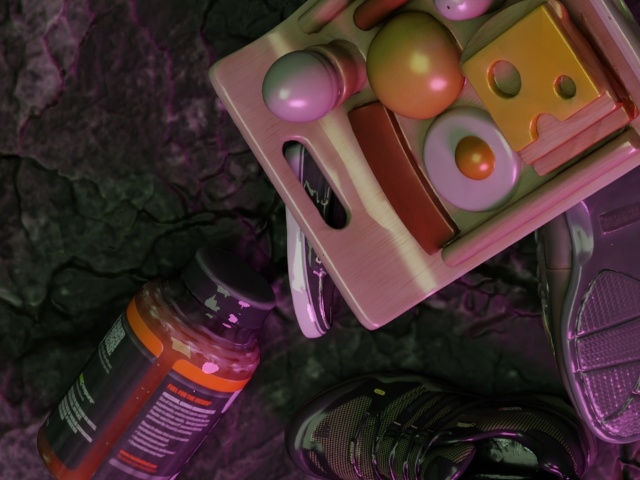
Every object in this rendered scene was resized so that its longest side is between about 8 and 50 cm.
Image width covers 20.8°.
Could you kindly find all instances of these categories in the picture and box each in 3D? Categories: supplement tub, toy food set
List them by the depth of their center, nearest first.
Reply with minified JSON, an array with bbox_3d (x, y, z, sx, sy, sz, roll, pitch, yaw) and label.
[{"bbox_3d":[0.073,-0.095,1.113,0.306,0.092,0.219,-35,86,46],"label":"toy food set"},{"bbox_3d":[-0.114,0.100,1.270,0.106,0.106,0.198,39,108,5],"label":"supplement tub"}]

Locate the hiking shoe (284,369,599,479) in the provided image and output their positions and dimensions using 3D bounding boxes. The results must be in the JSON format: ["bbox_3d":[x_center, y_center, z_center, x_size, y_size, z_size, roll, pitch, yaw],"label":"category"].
[{"bbox_3d":[0.077,0.144,1.224,0.227,0.114,0.086,-2,100,15],"label":"hiking shoe"}]

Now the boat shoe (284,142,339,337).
[{"bbox_3d":[0.000,0.000,1.251,0.040,0.049,0.142,-3,98,14],"label":"boat shoe"}]

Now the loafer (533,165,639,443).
[{"bbox_3d":[0.190,0.003,1.198,0.096,0.084,0.267,-11,103,-15],"label":"loafer"}]
